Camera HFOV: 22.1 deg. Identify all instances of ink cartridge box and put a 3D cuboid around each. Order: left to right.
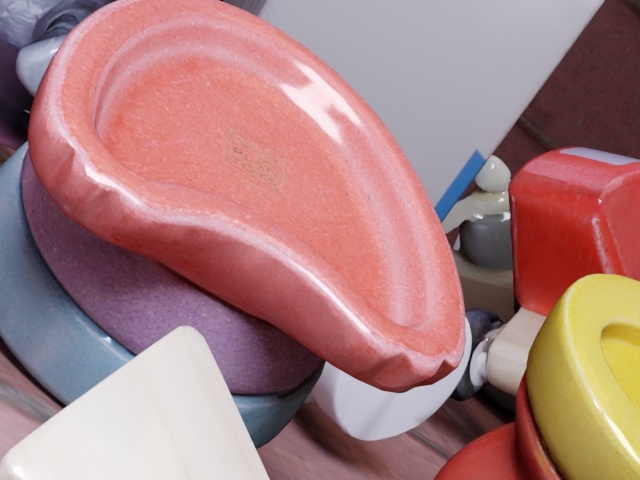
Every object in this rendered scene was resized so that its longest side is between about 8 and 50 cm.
[{"bbox_3d":[0.044,-0.207,1.062,0.166,0.285,0.395,22,43,-13],"label":"ink cartridge box"}]

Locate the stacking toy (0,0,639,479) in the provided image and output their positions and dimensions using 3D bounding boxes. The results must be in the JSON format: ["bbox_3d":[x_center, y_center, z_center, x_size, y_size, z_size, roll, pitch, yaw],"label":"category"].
[{"bbox_3d":[0.007,0.087,0.512,0.309,0.130,0.279,35,31,-12],"label":"stacking toy"}]

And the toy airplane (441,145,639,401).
[{"bbox_3d":[0.253,0.066,1.132,0.386,0.272,0.384,29,-16,-6],"label":"toy airplane"}]

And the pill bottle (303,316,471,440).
[{"bbox_3d":[-0.012,0.012,0.777,0.103,0.103,0.184,34,6,-47],"label":"pill bottle"}]

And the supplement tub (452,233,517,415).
[{"bbox_3d":[0.250,0.061,1.521,0.241,0.241,0.331,40,5,18],"label":"supplement tub"}]

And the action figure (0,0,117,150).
[{"bbox_3d":[-0.159,-0.172,0.752,0.275,0.248,0.370,1,34,-20],"label":"action figure"}]
